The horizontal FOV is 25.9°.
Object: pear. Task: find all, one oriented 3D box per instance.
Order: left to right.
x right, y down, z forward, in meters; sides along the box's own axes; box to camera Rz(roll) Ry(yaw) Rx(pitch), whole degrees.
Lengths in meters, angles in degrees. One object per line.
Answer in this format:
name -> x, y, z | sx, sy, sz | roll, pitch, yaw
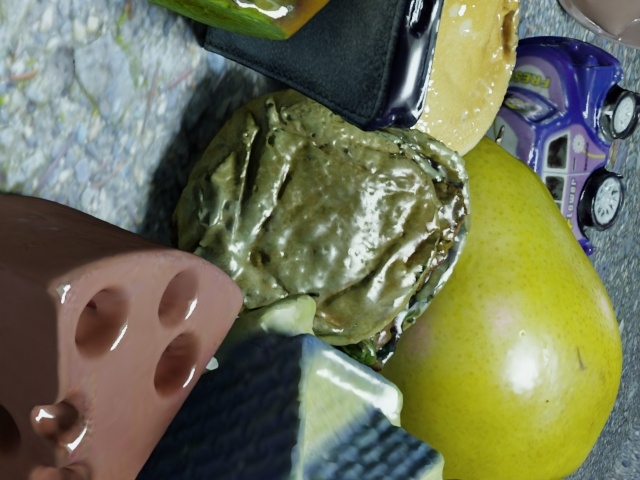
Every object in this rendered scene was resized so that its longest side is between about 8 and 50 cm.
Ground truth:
pear -> 0.152, 0.074, 1.302 | 0.285, 0.284, 0.336 | -34, 136, -54

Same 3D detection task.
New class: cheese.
cheese -> -0.164, 0.051, 0.792 | 0.203, 0.128, 0.177 | -57, 151, -21

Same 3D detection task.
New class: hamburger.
hamburger -> 0.000, -0.017, 1.021 | 0.183, 0.206, 0.130 | -61, -166, 1
hamburger -> 0.067, -0.147, 1.103 | 0.213, 0.108, 0.214 | -24, 134, -28

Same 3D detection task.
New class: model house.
model house -> -0.031, 0.186, 0.965 | 0.261, 0.321, 0.266 | -28, 91, -57

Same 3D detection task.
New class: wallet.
wallet -> 0.002, -0.172, 0.878 | 0.036, 0.222, 0.167 | -1, 110, -36

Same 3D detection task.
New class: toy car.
toy car -> 0.220, -0.101, 1.475 | 0.158, 0.172, 0.235 | -3, 106, -50

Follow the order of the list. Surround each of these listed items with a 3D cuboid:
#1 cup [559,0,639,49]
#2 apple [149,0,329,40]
cup -> 0.390, -0.348, 1.658 | 0.200, 0.191, 0.253 | -67, -174, -19
apple -> -0.055, -0.188, 0.793 | 0.146, 0.147, 0.163 | 2, 122, -33
